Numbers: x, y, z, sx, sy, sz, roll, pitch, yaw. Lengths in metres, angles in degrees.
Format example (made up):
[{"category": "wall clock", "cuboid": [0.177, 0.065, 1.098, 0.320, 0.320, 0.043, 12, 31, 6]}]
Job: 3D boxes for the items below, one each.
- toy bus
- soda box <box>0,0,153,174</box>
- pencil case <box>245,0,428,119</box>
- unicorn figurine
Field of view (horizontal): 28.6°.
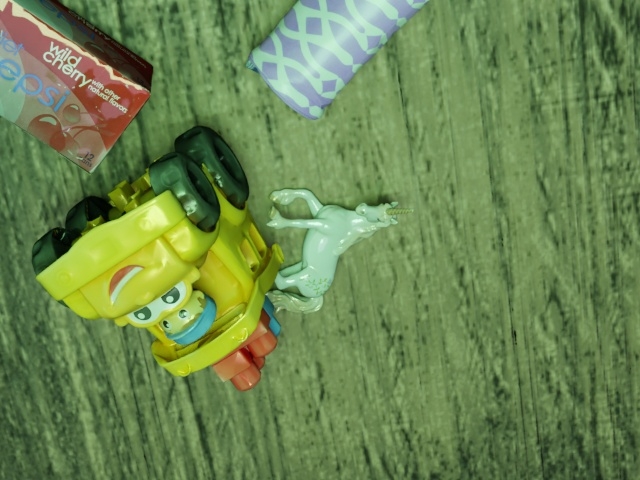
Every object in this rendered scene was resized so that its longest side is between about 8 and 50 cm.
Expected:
[{"category": "toy bus", "cuboid": [-0.108, 0.037, 1.028, 0.149, 0.220, 0.211, -30, 100, 14]}, {"category": "soda box", "cuboid": [-0.267, -0.170, 1.018, 0.263, 0.083, 0.092, 34, 106, -19]}, {"category": "pencil case", "cuboid": [0.033, -0.189, 1.045, 0.206, 0.086, 0.088, -44, 144, 14]}, {"category": "unicorn figurine", "cuboid": [0.000, 0.000, 1.138, 0.111, 0.060, 0.162, 17, 126, -13]}]
